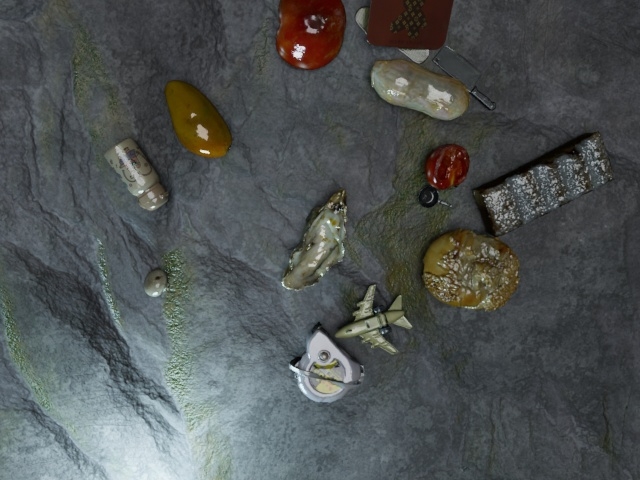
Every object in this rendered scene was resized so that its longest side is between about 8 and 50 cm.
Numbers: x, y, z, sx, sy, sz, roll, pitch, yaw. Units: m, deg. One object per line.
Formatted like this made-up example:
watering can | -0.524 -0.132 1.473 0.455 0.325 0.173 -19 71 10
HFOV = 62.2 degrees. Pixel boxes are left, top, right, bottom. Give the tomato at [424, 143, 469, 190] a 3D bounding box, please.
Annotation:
tomato | 0.374 -0.227 1.620 0.159 0.091 0.139 -17 113 -30

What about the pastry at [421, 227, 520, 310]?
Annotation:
pastry | 0.475 0.100 1.644 0.310 0.162 0.255 11 108 -5

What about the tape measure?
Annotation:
tape measure | 0.015 0.411 1.683 0.236 0.120 0.197 44 87 -6

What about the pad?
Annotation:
pad | 0.258 -0.644 1.513 0.267 0.004 0.181 -6 120 -22

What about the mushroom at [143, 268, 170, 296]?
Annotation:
mushroom | -0.492 0.132 1.617 0.079 0.085 0.085 27 98 -44

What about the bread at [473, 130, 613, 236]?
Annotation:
bread | 0.689 -0.173 1.646 0.416 0.113 0.165 -27 100 1

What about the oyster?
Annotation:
oyster | -0.003 -0.002 1.616 0.166 0.110 0.342 14 101 -2

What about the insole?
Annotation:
insole | 0.217 -0.614 1.575 0.253 0.005 0.086 29 97 -10

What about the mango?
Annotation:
mango | -0.359 -0.343 1.516 0.138 0.113 0.253 -36 99 1

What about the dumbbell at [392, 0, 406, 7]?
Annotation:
dumbbell | 0.156 -0.753 1.505 0.231 0.082 0.092 43 95 -11

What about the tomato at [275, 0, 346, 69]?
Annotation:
tomato | -0.021 -0.605 1.487 0.200 0.139 0.233 0 100 -12

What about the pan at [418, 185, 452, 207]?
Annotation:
pan | 0.359 -0.128 1.666 0.115 0.023 0.069 22 97 -6

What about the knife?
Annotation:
knife | 0.452 -0.495 1.613 0.245 0.019 0.072 39 94 -9

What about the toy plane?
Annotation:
toy plane | 0.162 0.261 1.675 0.244 0.092 0.229 -17 82 -13

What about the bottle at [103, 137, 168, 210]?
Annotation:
bottle | -0.531 -0.183 1.540 0.110 0.097 0.209 -24 104 32

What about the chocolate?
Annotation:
chocolate | 0.291 -0.439 1.551 0.309 0.134 0.134 19 98 -9
